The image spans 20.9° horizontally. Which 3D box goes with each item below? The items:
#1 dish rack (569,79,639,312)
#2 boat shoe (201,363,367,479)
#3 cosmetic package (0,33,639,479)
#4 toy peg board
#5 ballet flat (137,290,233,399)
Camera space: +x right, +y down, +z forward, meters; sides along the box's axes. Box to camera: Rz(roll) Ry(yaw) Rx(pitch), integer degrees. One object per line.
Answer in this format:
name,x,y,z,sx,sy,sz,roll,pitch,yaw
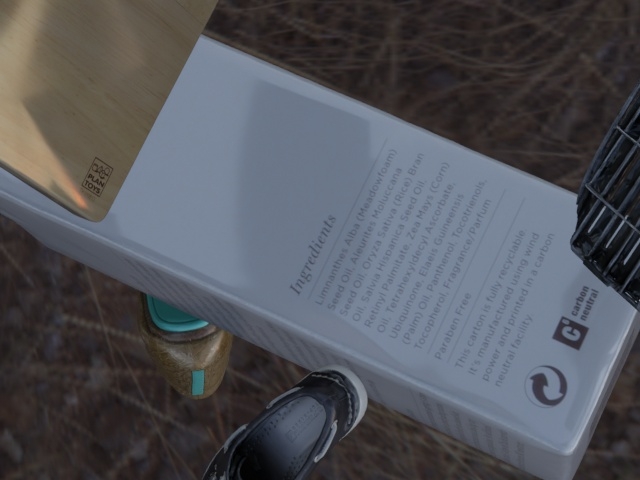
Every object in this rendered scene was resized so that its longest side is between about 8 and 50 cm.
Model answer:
dish rack,0.263,0.003,0.876,0.074,0.271,0.208,2,125,-52
boat shoe,-0.027,0.109,0.823,0.125,0.038,0.046,-44,81,25
cosmetic package,0.000,0.000,1.223,0.453,0.230,0.161,24,81,11
toy peg board,-0.134,-0.117,0.772,0.161,0.079,0.160,38,76,-52
ballet flat,-0.133,0.029,1.694,0.116,0.342,0.124,-8,127,-6
